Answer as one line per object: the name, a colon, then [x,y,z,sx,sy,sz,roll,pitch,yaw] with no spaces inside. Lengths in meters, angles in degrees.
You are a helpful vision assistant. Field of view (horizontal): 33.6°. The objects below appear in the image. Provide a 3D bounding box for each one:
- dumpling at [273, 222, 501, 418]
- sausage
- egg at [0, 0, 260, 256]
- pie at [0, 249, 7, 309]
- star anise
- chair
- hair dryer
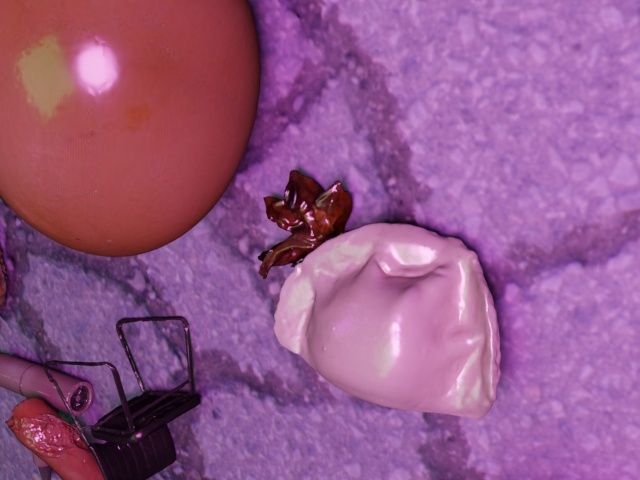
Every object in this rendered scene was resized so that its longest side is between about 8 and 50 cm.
dumpling: [0.070,0.071,1.053,0.252,0.131,0.179,15,107,31]
sausage: [-0.338,0.346,1.528,0.078,0.078,0.304,-21,111,43]
egg: [-0.211,-0.159,1.070,0.301,0.301,0.374,32,135,26]
pie: [-0.580,0.021,1.607,0.308,0.085,0.308,19,124,31]
star anise: [0.000,0.001,1.131,0.168,0.057,0.168,10,111,28]
chair: [-0.233,0.227,1.371,0.145,0.140,0.221,-4,108,42]
hair dryer: [-0.412,0.290,1.606,0.195,0.054,0.220,10,116,36]
